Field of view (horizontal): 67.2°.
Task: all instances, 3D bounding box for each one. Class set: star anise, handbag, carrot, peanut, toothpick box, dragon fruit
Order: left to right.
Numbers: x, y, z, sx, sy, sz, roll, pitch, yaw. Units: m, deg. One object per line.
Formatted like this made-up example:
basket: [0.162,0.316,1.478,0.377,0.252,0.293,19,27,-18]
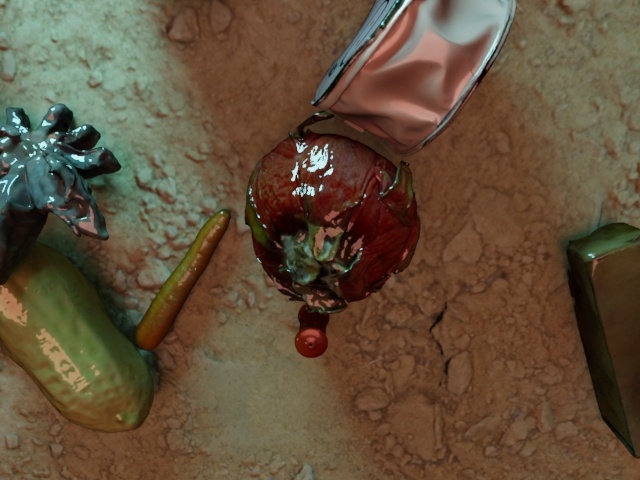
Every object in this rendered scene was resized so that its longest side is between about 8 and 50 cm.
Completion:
star anise: [-0.346,-0.080,0.565,0.198,0.111,0.258,-27,69,-15]
peanut: [-0.340,0.128,0.649,0.147,0.148,0.319,-31,108,11]
carrot: [-0.194,0.058,0.675,0.043,0.043,0.248,33,103,-7]
toothpick box: [-0.011,0.123,0.662,0.047,0.083,0.047,1,108,2]
dragon fruit: [0.001,0.003,0.551,0.218,0.148,0.224,32,136,-11]
handbag: [0.092,-0.199,0.517,0.116,0.179,0.205,31,112,-15]

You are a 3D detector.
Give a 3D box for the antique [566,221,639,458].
antique: [0.406,0.130,0.641,0.087,0.093,0.310,-20,105,8]
